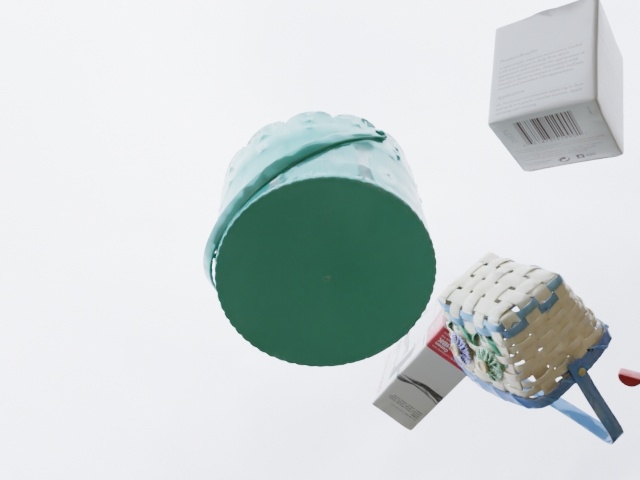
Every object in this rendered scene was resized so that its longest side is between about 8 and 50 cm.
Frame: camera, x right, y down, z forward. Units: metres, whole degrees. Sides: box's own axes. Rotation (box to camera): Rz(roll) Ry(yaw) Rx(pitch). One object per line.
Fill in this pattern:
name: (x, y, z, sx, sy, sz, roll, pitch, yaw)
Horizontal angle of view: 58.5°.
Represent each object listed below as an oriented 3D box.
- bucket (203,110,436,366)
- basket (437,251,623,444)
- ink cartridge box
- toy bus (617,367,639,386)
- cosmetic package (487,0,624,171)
bucket: (0.000, 0.000, 0.683, 0.281, 0.183, 0.281, -1, -63, -3)
basket: (0.334, 0.175, 0.926, 0.201, 0.255, 0.289, -42, -72, -9)
ink cartridge box: (0.247, 0.263, 1.293, 0.114, 0.197, 0.273, 34, -63, 0)
toy bus: (0.616, 0.199, 0.946, 0.191, 0.202, 0.104, -5, -73, -26)
cosmetic package: (0.355, -0.226, 0.856, 0.151, 0.151, 0.183, 33, -119, -43)
